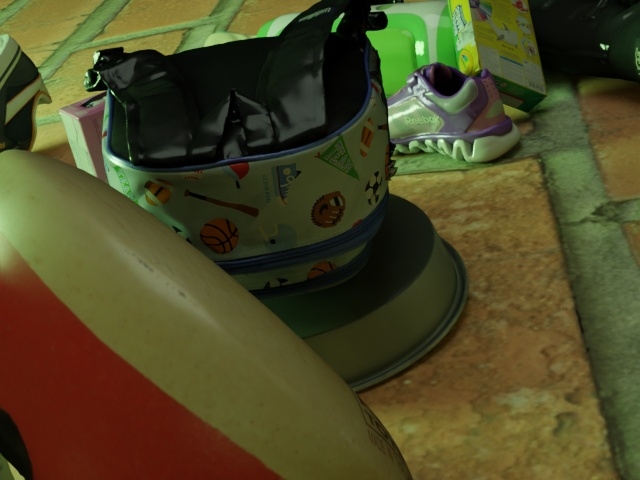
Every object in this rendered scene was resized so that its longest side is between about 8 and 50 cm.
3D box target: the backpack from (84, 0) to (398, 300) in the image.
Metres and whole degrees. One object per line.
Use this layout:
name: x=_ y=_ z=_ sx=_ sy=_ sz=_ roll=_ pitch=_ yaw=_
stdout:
backpack: x=-0.060 y=-0.066 z=1.048 sx=0.276 sy=0.213 sz=0.263 roll=-13 pitch=20 yaw=6

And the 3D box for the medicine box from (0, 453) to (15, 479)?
medicine box: x=-0.395 y=0.118 z=0.885 sx=0.263 sy=0.289 sz=0.149 roll=-9 pitch=24 yaw=12

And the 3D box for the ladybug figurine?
ladybug figurine: x=-0.114 y=0.099 z=0.804 sx=0.162 sy=0.305 sz=0.449 roll=-46 pitch=38 yaw=-12

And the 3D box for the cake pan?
cake pan: x=-0.018 y=0.038 z=1.120 sx=0.293 sy=0.054 sz=0.293 roll=-11 pitch=29 yaw=6

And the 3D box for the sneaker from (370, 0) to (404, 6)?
sneaker: x=0.098 y=-0.326 z=1.850 sx=0.078 sy=0.106 sz=0.234 roll=-9 pitch=24 yaw=9

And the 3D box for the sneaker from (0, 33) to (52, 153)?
sneaker: x=-0.473 y=-0.125 z=1.716 sx=0.126 sy=0.127 sz=0.321 roll=2 pitch=52 yaw=45

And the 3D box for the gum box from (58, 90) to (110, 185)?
gum box: x=-0.194 y=-0.076 z=1.341 sx=0.107 sy=0.188 sz=0.062 roll=-25 pitch=26 yaw=-23

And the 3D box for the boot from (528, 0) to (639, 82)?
boot: x=0.433 y=-0.302 z=1.592 sx=0.367 sy=0.146 sz=0.445 roll=-21 pitch=20 yaw=-20

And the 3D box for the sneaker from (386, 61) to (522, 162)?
sneaker: x=0.118 y=-0.154 z=1.455 sx=0.236 sy=0.104 sz=0.095 roll=6 pitch=32 yaw=41

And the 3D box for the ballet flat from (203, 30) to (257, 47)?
ballet flat: x=-0.082 y=-0.261 z=1.859 sx=0.248 sy=0.086 sz=0.086 roll=5 pitch=29 yaw=40

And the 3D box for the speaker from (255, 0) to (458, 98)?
speaker: x=0.064 y=-0.241 z=1.650 sx=0.296 sy=0.131 sz=0.131 roll=1 pitch=28 yaw=31

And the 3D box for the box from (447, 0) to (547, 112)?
box: x=0.207 y=-0.246 z=1.516 sx=0.043 sy=0.105 sz=0.179 roll=-41 pitch=42 yaw=45
